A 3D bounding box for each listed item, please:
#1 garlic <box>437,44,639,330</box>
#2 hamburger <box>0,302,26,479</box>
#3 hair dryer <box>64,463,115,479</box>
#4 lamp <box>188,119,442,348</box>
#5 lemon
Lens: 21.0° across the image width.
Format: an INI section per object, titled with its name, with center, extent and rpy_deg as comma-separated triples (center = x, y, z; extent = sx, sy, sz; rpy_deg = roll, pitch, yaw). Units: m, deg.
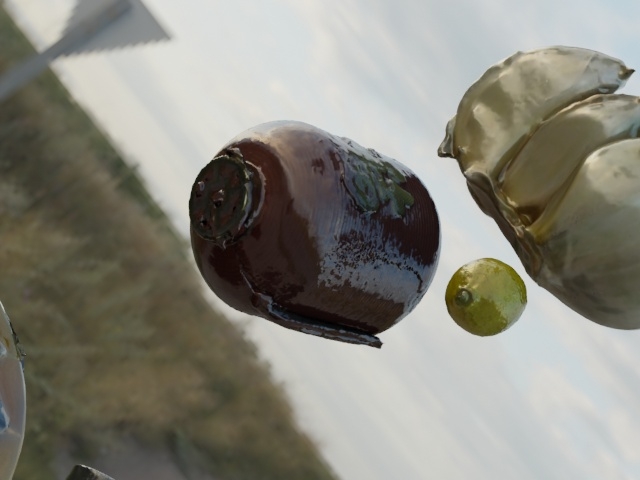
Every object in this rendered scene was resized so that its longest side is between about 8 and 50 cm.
[garlic]
center = 0.254, -0.042, 1.506
extent = 0.185, 0.203, 0.281
rpy_deg = 46, 7, -43
[hamburger]
center = -0.369, 0.124, 1.380
extent = 0.294, 0.179, 0.276
rpy_deg = -38, 115, -66
[hair dryer]
center = -0.186, 0.316, 1.364
extent = 0.078, 0.195, 0.248
rpy_deg = 21, -25, 29
[lamp]
center = 0.000, 0.000, 1.460
extent = 0.258, 0.180, 0.180
rpy_deg = 20, 20, -44
[lemon]
center = 0.129, 0.044, 1.353
extent = 0.062, 0.062, 0.083
rpy_deg = 50, 22, 20
